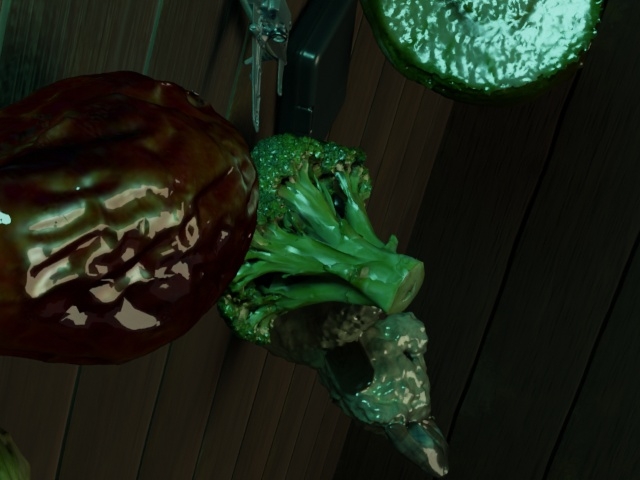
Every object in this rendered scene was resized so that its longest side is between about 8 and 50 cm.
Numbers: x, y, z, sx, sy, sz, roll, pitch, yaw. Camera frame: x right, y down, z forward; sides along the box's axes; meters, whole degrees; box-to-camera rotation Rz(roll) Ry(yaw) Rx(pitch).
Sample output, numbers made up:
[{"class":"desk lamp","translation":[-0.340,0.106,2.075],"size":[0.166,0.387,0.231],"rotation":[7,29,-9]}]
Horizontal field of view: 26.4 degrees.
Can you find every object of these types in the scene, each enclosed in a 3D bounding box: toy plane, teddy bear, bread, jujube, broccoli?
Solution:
[{"class":"toy plane","translation":[-0.059,-0.230,1.389],"size":[0.226,0.058,0.226],"rotation":[84,12,-69]},{"class":"teddy bear","translation":[0.082,0.094,1.948],"size":[0.327,0.362,0.375],"rotation":[40,72,-81]},{"class":"bread","translation":[0.229,-0.367,1.755],"size":[0.382,0.366,0.129],"rotation":[-32,175,12]},{"class":"jujube","translation":[-0.160,-0.015,0.917],"size":[0.290,0.197,0.197],"rotation":[-24,136,-56]},{"class":"broccoli","translation":[0.000,0.000,1.571],"size":[0.254,0.269,0.269],"rotation":[72,38,-54]}]

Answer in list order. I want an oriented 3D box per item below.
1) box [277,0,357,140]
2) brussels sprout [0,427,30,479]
[{"class":"box","translation":[-0.005,-0.211,1.747],"size":[0.230,0.050,0.160],"rotation":[98,16,-54]},{"class":"brussels sprout","translation":[-0.274,0.206,1.016],"size":[0.181,0.100,0.139],"rotation":[-36,129,-49]}]
